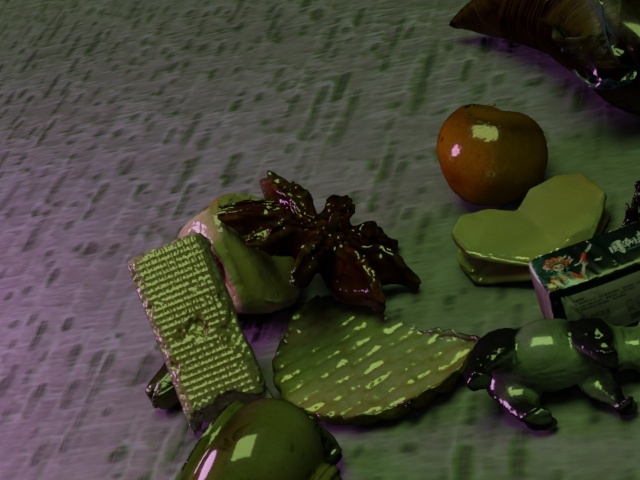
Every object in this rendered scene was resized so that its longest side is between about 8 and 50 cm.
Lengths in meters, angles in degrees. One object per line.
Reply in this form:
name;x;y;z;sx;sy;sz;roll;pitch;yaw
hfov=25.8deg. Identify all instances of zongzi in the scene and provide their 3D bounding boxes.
zongzi;0.348;-0.293;2.048;0.432;0.208;0.403;-25;39;34
zongzi;-0.148;0.176;1.740;0.113;0.052;0.104;16;54;26

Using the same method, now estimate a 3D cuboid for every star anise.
star anise;-0.001;0.000;1.771;0.288;0.088;0.288;17;27;-9

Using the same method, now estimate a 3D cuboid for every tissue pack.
tissue pack;0.332;0.046;1.597;0.170;0.103;0.090;-21;39;2

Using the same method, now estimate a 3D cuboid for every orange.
orange;0.229;-0.115;1.877;0.157;0.134;0.156;20;16;-6

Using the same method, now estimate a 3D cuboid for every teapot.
teapot;-0.040;0.260;1.472;0.183;0.173;0.269;32;24;11

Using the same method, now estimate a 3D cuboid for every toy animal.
toy animal;0.274;0.133;1.520;0.225;0.094;0.121;-12;25;16

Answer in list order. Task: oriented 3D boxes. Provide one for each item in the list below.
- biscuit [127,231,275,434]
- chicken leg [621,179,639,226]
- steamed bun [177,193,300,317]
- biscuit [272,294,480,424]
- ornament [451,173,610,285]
biscuit;-0.147;0.109;1.705;0.108;0.062;0.239;-22;72;-3
chicken leg;0.438;-0.027;1.649;0.105;0.063;0.234;-21;19;-25
steamed bun;-0.130;0.040;1.844;0.155;0.172;0.141;-32;-16;32
biscuit;0.043;0.152;1.668;0.273;0.036;0.187;16;48;44
ornament;0.279;-0.001;1.740;0.201;0.059;0.180;-25;36;-9
